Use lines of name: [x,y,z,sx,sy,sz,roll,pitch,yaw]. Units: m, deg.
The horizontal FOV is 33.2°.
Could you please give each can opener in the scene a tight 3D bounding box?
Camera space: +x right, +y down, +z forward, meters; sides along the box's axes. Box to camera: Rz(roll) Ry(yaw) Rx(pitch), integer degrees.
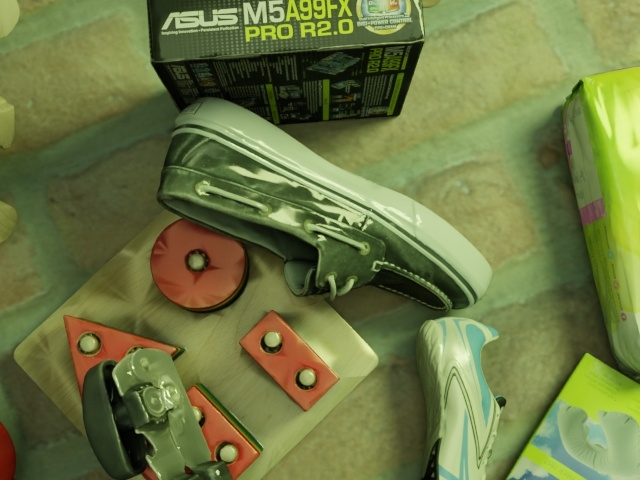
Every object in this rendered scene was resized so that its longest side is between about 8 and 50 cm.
can opener: [-0.123,0.230,0.932,0.095,0.076,0.283,-26,83,31]

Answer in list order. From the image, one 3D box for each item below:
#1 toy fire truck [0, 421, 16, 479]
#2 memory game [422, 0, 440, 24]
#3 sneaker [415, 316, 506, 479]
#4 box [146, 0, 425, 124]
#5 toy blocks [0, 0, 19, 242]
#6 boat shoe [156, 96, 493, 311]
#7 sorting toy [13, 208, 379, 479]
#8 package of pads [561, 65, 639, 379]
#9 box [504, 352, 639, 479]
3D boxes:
toy fire truck: [-0.378,0.158,0.995,0.217,0.158,0.246,19,94,3]
memory game: [0.031,-0.259,1.046,0.186,0.012,0.186,-1,122,-2]
sneaker: [0.136,0.190,1.010,0.086,0.085,0.237,0,86,-7]
box: [-0.027,-0.159,0.958,0.216,0.270,0.060,-5,84,0]
toy blocks: [-0.457,-0.102,0.959,0.260,0.308,0.289,28,39,24]
boat shoe: [0.000,0.000,0.983,0.335,0.121,0.119,27,70,-15]
sorting toy: [-0.121,0.110,1.015,0.257,0.089,0.255,-44,85,-4]
package of pads: [0.366,-0.029,1.025,0.229,0.101,0.296,-11,83,-2]
box: [0.250,0.210,1.015,0.109,0.042,0.178,31,85,19]
